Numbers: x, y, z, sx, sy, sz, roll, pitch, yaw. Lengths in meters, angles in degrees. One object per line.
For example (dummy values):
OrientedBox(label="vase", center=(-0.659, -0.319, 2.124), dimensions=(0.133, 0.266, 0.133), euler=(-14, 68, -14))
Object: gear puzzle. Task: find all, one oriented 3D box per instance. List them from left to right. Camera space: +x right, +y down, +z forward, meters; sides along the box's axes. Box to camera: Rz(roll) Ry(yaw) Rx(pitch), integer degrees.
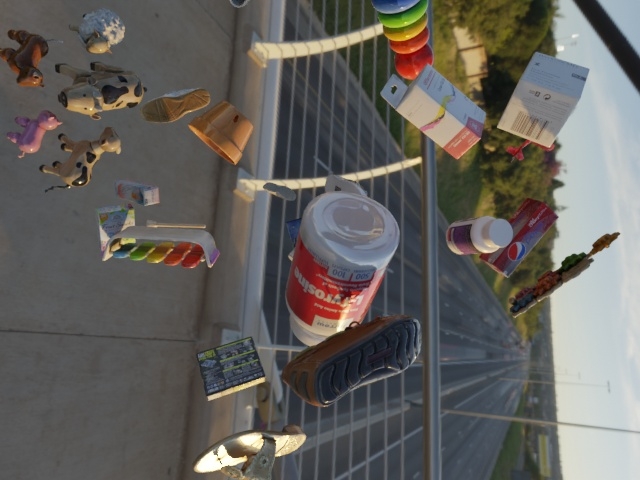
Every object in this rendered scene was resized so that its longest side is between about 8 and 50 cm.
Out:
OrientedBox(label="gear puzzle", center=(0.658, 0.084, 1.181), dimensions=(0.044, 0.339, 0.175), euler=(51, 28, 13))

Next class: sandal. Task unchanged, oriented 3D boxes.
OrientedBox(label="sandal", center=(-0.099, 0.386, 0.755), dimensions=(0.240, 0.079, 0.088), euler=(14, 114, -48))

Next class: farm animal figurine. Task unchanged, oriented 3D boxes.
OrientedBox(label="farm animal figurine", center=(-0.521, -0.305, 0.969), dimensions=(0.330, 0.172, 0.326), euler=(95, 21, -45))

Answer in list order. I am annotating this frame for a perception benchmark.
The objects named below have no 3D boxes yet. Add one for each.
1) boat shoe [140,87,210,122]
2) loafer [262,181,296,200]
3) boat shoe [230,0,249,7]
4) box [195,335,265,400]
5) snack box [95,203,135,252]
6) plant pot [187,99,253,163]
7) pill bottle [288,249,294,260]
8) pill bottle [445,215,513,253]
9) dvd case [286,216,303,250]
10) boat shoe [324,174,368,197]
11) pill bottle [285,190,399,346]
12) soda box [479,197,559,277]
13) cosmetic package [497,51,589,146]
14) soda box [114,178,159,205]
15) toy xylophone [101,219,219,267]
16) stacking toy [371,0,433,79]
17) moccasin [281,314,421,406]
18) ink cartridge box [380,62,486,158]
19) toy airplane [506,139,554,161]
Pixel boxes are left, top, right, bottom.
OrientedBox(label="boat shoe", center=(-0.583, -0.541, 1.719), dimensions=(0.277, 0.096, 0.098), euler=(-25, 126, -23))
OrientedBox(label="loafer", center=(-0.147, -0.176, 1.538), dimensions=(0.125, 0.039, 0.045), euler=(20, 81, -28))
OrientedBox(label="boat shoe", center=(-0.152, -0.581, 0.884), dimensions=(0.096, 0.267, 0.088), euler=(20, 81, -19))
OrientedBox(label="box", center=(-0.409, 0.577, 1.963), dimensions=(0.060, 0.270, 0.216), euler=(100, -31, -48))
OrientedBox(label="snack box", center=(-0.614, -0.036, 1.295), dimensions=(0.100, 0.037, 0.141), euler=(-15, 131, -38))
OrientedBox(label="plant pot", center=(-0.470, -0.545, 2.116), dimensions=(0.203, 0.291, 0.291), euler=(-52, 145, -4))
OrientedBox(label="pill bottle", center=(0.000, 0.000, 2.032), dimensions=(0.318, 0.176, 0.176), euler=(-47, 139, -11))
OrientedBox(label="pill bottle", center=(0.469, -0.015, 1.276), dimensions=(0.193, 0.108, 0.108), euler=(168, -78, -73))
OrientedBox(label="dvd case", center=(-0.011, 0.029, 1.599), dimensions=(0.022, 0.180, 0.253), euler=(-22, 97, -72))
OrientedBox(label="boat shoe", center=(0.115, -0.155, 1.502), dimensions=(0.102, 0.301, 0.108), euler=(5, 108, -24))
OrientedBox(label="pill bottle", center=(0.034, 0.095, 1.102), dimensions=(0.229, 0.229, 0.407), euler=(-63, 171, -46))
OrientedBox(label="soda box", center=(0.663, -0.011, 1.450), dimensions=(0.092, 0.263, 0.083), euler=(36, 6, -19))
OrientedBox(label="cosmetic package", center=(0.596, -0.380, 1.157), dimensions=(0.183, 0.151, 0.151), euler=(-53, 162, -36))
OrientedBox(label="soda box", center=(-0.641, -0.170, 1.502), dimensions=(0.063, 0.183, 0.058), euler=(-23, 121, -49))
OrientedBox(label="toy xylophone", center=(-0.455, 0.007, 1.279), dimensions=(0.236, 0.323, 0.081), euler=(-71, 167, -74))
OrientedBox(label="stacking toy", center=(0.171, -0.485, 0.908), dimensions=(0.330, 0.141, 0.141), euler=(56, 40, -53))
OrientedBox(label="moccasin", center=(0.086, 0.250, 0.958), dimensions=(0.380, 0.147, 0.139), euler=(-18, 105, -38))
OrientedBox(label="ink cartridge box", center=(0.222, -0.265, 0.840), dimensions=(0.198, 0.067, 0.115), euler=(36, 45, -7))
OrientedBox(label="toy airplane", center=(0.651, -0.309, 1.350), dimensions=(0.028, 0.151, 0.151), euler=(-81, 157, -59))
